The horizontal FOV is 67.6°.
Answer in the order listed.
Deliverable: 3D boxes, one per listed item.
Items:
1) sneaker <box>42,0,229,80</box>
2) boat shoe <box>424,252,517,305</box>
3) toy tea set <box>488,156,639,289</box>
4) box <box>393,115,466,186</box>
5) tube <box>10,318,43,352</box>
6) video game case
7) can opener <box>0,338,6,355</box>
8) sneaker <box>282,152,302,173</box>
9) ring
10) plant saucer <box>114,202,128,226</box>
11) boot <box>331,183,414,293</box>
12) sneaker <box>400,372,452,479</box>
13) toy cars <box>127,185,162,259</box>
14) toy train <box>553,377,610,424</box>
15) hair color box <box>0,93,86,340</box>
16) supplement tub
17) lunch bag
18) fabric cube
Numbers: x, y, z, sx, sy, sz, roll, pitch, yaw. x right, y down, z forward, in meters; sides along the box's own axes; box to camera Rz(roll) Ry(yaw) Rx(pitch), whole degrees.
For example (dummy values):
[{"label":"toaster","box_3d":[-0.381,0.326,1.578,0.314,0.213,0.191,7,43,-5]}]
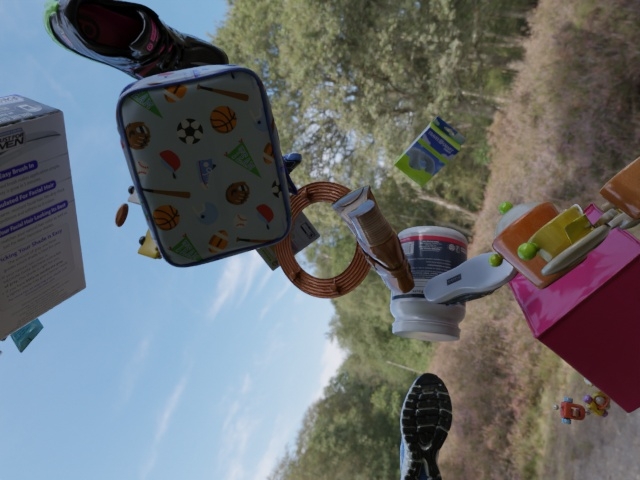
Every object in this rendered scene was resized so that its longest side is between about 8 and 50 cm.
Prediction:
[{"label":"sneaker","box_3d":[-0.456,-0.508,1.267,0.483,0.202,0.185,2,-78,-40]},{"label":"boat shoe","box_3d":[0.326,0.094,1.012,0.228,0.076,0.080,-34,41,45]},{"label":"toy tea set","box_3d":[0.356,-0.071,0.602,0.336,0.124,0.200,-32,-22,-5]},{"label":"box","box_3d":[0.301,-0.242,1.323,0.178,0.109,0.042,-47,9,40]},{"label":"tube","box_3d":[-0.640,0.125,0.977,0.080,0.207,0.052,-47,-17,17]},{"label":"video game case","box_3d":[-0.137,-0.039,1.504,0.193,0.212,0.023,-36,18,1]},{"label":"can opener","box_3d":[-0.875,0.202,1.150,0.076,0.283,0.095,87,-156,-58]},{"label":"sneaker","box_3d":[-0.154,-0.256,1.847,0.081,0.232,0.090,7,-113,-46]},{"label":"ring","box_3d":[0.000,0.000,1.352,0.032,0.336,0.336,-4,-70,-59]},{"label":"plant saucer","box_3d":[-0.660,-0.085,1.582,0.083,0.013,0.083,-163,90,-87]},{"label":"boot","box_3d":[0.133,-0.010,1.133,0.220,0.109,0.283,59,178,-19]},{"label":"sneaker","box_3d":[0.254,0.504,1.232,0.147,0.130,0.330,74,-156,-87]},{"label":"toy cars","box_3d":[-0.549,-0.109,1.618,0.393,0.176,0.087,69,-171,25]},{"label":"toy train","box_3d":[0.602,0.338,1.079,0.046,0.125,0.166,118,168,-76]},{"label":"hair color box","box_3d":[-0.486,-0.031,0.735,0.185,0.110,0.339,-46,-27,-54]},{"label":"supplement tub","box_3d":[0.282,0.114,1.246,0.191,0.191,0.272,64,-148,-70]},{"label":"lunch bag","box_3d":[-0.168,-0.112,0.754,0.115,0.243,0.303,-137,33,-60]},{"label":"fabric cube","box_3d":[0.587,0.126,0.970,0.254,0.258,0.259,-50,7,24]}]
